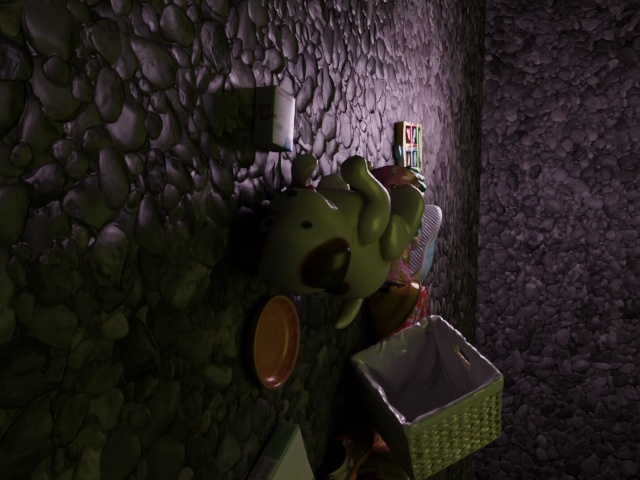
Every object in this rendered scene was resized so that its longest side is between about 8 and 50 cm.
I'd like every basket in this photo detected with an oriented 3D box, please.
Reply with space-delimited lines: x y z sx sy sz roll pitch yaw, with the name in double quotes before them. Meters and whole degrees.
"basket" 0.311 0.452 1.637 0.331 0.328 0.266 -24 124 -15

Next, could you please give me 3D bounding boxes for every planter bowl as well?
"planter bowl" 0.214 0.192 1.777 0.090 0.217 0.217 35 47 -10

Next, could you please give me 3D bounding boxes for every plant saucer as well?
"plant saucer" -0.105 0.217 1.210 0.200 0.037 0.200 0 90 -65

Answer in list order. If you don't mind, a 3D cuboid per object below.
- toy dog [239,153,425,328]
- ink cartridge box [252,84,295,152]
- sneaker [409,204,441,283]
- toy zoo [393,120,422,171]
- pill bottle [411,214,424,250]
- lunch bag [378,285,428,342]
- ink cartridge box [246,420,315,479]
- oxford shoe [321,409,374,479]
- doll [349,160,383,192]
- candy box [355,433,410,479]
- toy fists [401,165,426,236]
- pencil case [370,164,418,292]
"toy dog" 0.000 0.000 1.213 0.408 0.284 0.395 0 109 -64
"ink cartridge box" -0.097 -0.256 1.187 0.088 0.052 0.122 11 82 -65
"sneaker" 0.374 0.030 2.141 0.366 0.135 0.150 -62 152 -30
"toy zoo" 0.337 -0.354 2.139 0.293 0.030 0.192 -18 107 -64
"pill bottle" 0.317 -0.061 2.018 0.108 0.108 0.180 62 38 -46
"lunch bag" 0.285 0.294 1.894 0.258 0.120 0.293 80 30 -47
"ink cartridge box" -0.079 0.551 1.257 0.171 0.056 0.235 -55 142 -50
"oxford shoe" 0.079 0.568 1.555 0.271 0.097 0.098 -58 135 -48
"doll" 0.130 -0.148 1.644 0.129 0.046 0.189 13 73 -24
"candy box" 0.235 0.692 1.783 0.316 0.183 0.087 8 86 -65
"toy fists" 0.275 -0.124 1.884 0.096 0.142 0.279 44 51 -57
"pencil case" 0.207 -0.042 1.715 0.167 0.160 0.386 29 62 -48
